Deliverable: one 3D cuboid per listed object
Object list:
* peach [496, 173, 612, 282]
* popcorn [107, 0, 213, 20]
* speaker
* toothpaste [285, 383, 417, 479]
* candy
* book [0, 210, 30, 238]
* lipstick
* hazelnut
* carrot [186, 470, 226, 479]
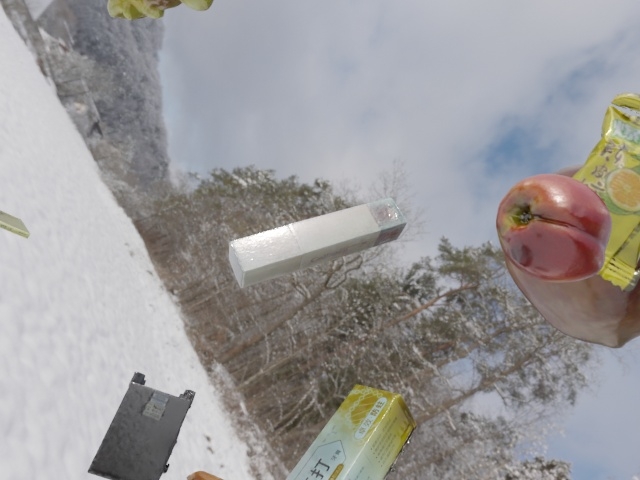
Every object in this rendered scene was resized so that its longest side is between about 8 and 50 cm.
[{"bbox_3d":[0.216,-0.010,0.407,0.100,0.101,0.100,54,-24,38],"label":"peach"},{"bbox_3d":[-0.228,-0.390,0.563,0.235,0.180,0.217,-18,-47,44],"label":"popcorn"},{"bbox_3d":[-0.476,0.516,1.197,0.232,0.184,0.253,-46,-158,60],"label":"speaker"},{"bbox_3d":[0.003,0.318,0.535,0.089,0.313,0.070,-5,-60,47],"label":"toothpaste"},{"bbox_3d":[0.478,-0.086,0.685,0.187,0.297,0.081,33,-2,18],"label":"candy"},{"bbox_3d":[-0.590,-0.045,0.795,0.077,0.014,0.111,30,-6,40],"label":"book"},{"bbox_3d":[0.000,0.000,0.915,0.079,0.372,0.076,63,-24,24],"label":"lipstick"},{"bbox_3d":[0.553,0.024,0.904,0.365,0.366,0.365,54,-24,38],"label":"hazelnut"},{"bbox_3d":[-0.078,0.277,0.435,0.139,0.048,0.048,36,-30,16],"label":"carrot"}]
